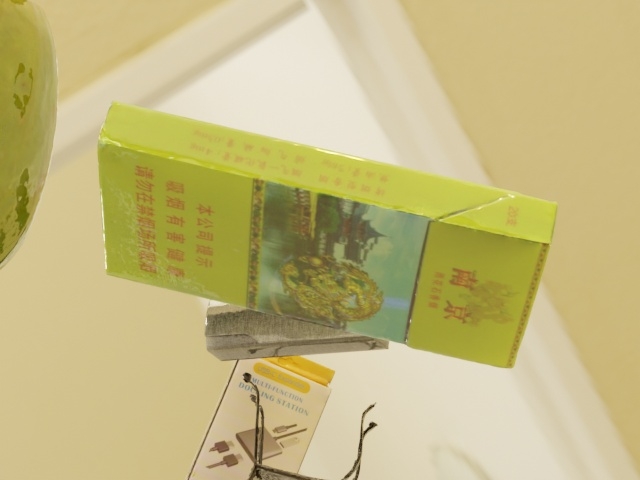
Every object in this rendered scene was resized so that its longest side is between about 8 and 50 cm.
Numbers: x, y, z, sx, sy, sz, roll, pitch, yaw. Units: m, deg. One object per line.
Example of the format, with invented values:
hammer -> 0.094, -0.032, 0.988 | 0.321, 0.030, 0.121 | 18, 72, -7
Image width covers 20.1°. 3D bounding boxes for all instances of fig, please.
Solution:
fig -> -0.374, -0.102, 1.709 | 0.258, 0.326, 0.258 | 28, 13, -7

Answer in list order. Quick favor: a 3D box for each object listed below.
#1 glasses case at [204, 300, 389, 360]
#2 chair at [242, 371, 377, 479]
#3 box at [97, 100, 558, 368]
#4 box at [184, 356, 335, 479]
glasses case -> -0.023, 0.081, 1.885 | 0.205, 0.071, 0.047 | -6, -27, 29
chair -> -0.040, 0.263, 1.936 | 0.149, 0.213, 0.174 | 17, -15, 6
box -> 0.000, 0.000, 1.364 | 0.335, 0.047, 0.187 | 13, -34, 4
box -> -0.081, 0.250, 2.240 | 0.129, 0.247, 0.033 | 23, -11, -5
